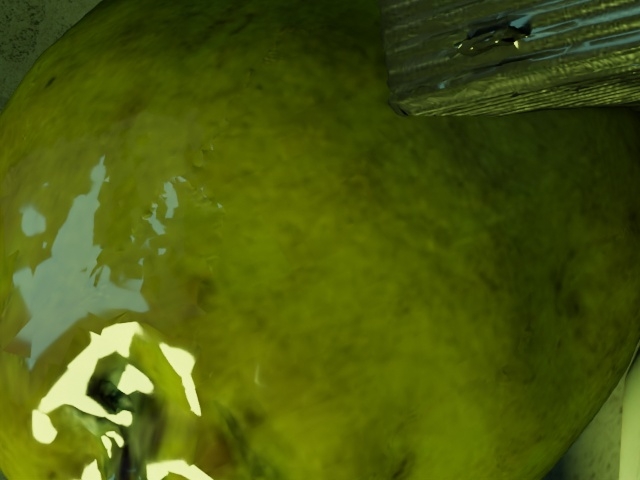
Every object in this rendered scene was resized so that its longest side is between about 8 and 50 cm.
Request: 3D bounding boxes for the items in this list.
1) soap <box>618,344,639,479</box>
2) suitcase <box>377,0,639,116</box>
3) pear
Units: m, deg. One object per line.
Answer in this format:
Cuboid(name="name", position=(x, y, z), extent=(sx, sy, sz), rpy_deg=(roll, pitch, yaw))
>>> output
Cuboid(name="soap", position=(0.220, 0.130, 0.489), extent=(0.289, 0.095, 0.172), rpy_deg=(-123, 52, -68))
Cuboid(name="suitcase", position=(0.196, -0.135, 0.397), extent=(0.335, 0.230, 0.152), rpy_deg=(-4, 90, 53))
Cuboid(name="pear", position=(0.000, 0.000, 0.652), extent=(0.352, 0.352, 0.413), rpy_deg=(-52, 7, 51))
